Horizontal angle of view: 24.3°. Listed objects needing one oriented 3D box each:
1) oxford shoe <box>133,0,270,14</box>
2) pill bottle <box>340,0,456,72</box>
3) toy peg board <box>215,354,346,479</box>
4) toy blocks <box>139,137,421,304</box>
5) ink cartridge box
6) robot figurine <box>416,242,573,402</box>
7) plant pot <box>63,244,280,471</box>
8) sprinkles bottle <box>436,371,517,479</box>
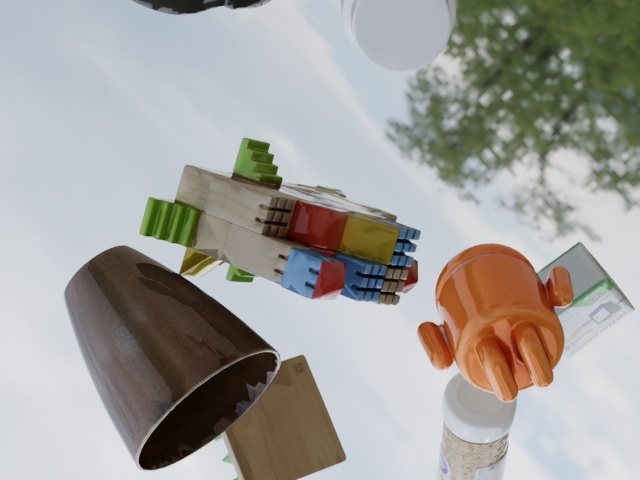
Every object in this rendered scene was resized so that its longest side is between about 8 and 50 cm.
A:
[{"bbox_3d":[-0.158,-0.330,1.842,0.212,0.076,0.076,-5,-128,-34],"label":"oxford shoe"},{"bbox_3d":[0.080,-0.250,1.557,0.119,0.119,0.208,42,-165,-15],"label":"pill bottle"},{"bbox_3d":[-0.075,0.262,2.055,0.161,0.079,0.161,-16,-102,-32],"label":"toy peg board"},{"bbox_3d":[0.000,0.000,1.875,0.261,0.190,0.381,21,-172,33],"label":"toy blocks"},{"bbox_3d":[0.432,0.106,2.538,0.093,0.154,0.212,57,-170,26],"label":"ink cartridge box"},{"bbox_3d":[0.202,0.086,1.681,0.128,0.158,0.219,22,-154,-21],"label":"robot figurine"},{"bbox_3d":[-0.202,0.123,1.802,0.230,0.215,0.215,49,-164,20],"label":"plant pot"},{"bbox_3d":[0.260,0.365,2.529,0.355,0.121,0.121,89,156,-49],"label":"sprinkles bottle"}]
